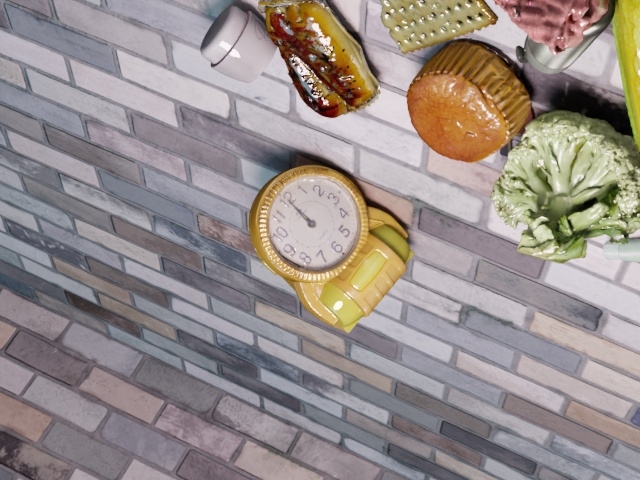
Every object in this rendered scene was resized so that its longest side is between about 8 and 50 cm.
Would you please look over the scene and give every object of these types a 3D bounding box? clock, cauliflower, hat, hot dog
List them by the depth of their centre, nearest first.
[{"bbox_3d":[0.267,-0.383,1.516,0.107,0.236,0.286,15,-162,-36],"label":"hat"},{"bbox_3d":[0.396,-0.058,1.851,0.272,0.250,0.275,26,157,12],"label":"cauliflower"},{"bbox_3d":[-0.003,-0.310,2.006,0.163,0.082,0.270,2,140,40],"label":"hot dog"},{"bbox_3d":[0.000,0.000,2.348,0.317,0.244,0.200,43,166,-14],"label":"clock"}]

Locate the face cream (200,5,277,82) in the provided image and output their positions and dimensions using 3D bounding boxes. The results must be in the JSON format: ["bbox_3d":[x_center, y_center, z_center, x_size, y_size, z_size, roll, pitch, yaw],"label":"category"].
[{"bbox_3d":[-0.140,-0.335,2.059,0.104,0.117,0.117,32,153,-21],"label":"face cream"}]

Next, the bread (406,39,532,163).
[{"bbox_3d":[0.228,-0.212,1.901,0.199,0.104,0.199,28,148,19],"label":"bread"}]

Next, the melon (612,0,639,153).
[{"bbox_3d":[0.476,-0.227,1.539,0.331,0.226,0.343,25,161,17],"label":"melon"}]

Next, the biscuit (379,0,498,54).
[{"bbox_3d":[0.161,-0.357,1.837,0.203,0.016,0.144,-7,134,48],"label":"biscuit"}]

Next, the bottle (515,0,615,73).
[{"bbox_3d":[0.328,-0.285,1.643,0.096,0.079,0.253,-13,176,-2],"label":"bottle"}]

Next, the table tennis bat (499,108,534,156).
[{"bbox_3d":[0.304,-0.194,1.967,0.095,0.014,0.158,19,148,21],"label":"table tennis bat"}]

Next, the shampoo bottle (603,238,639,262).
[{"bbox_3d":[0.569,0.019,2.027,0.191,0.041,0.069,1,146,43],"label":"shampoo bottle"}]
